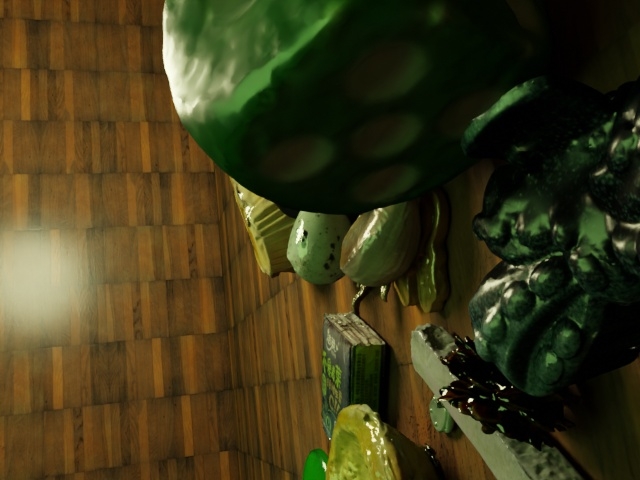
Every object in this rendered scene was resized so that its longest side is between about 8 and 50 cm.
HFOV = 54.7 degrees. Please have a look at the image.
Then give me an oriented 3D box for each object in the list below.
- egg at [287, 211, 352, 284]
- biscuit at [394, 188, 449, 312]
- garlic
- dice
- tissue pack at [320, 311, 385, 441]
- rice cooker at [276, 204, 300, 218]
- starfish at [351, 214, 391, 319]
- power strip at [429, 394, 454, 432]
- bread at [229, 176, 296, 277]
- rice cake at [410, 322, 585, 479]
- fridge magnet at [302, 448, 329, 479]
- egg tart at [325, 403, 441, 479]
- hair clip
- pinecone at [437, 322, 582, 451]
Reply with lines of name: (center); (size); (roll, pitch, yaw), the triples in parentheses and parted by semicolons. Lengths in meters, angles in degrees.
egg: (0.000, 0.000, 1.150); (0.131, 0.131, 0.164); (155, 107, -71)
biscuit: (0.139, -0.018, 0.881); (0.144, 0.040, 0.236); (-173, 79, -67)
garlic: (0.082, 0.007, 0.864); (0.195, 0.087, 0.101); (122, 149, -54)
dice: (0.034, -0.220, 0.635); (0.287, 0.300, 0.297); (-35, 56, 38)
tissue pack: (0.055, 0.265, 1.116); (0.173, 0.073, 0.235); (-147, 57, -69)
rice cooker: (-0.031, -0.144, 1.222); (0.118, 0.142, 0.203); (-113, 30, -74)
starfish: (0.088, 0.011, 1.011); (0.213, 0.057, 0.238); (-128, 45, -71)
power strip: (0.162, 0.230, 0.836); (0.083, 0.035, 0.055); (106, 155, -51)
bread: (-0.103, -0.104, 1.440); (0.236, 0.183, 0.388); (87, 164, -54)
rice cake: (0.193, 0.204, 0.695); (0.365, 0.056, 0.073); (-128, 34, -61)
fridge magnet: (0.014, 0.529, 1.257); (0.208, 0.088, 0.208); (176, 90, -73)
egg tart: (0.098, 0.391, 0.920); (0.315, 0.120, 0.315); (179, 90, -71)
hair clip: (0.210, -0.008, 0.417); (0.310, 0.194, 0.206); (139, 120, -67)
pinecone: (0.184, 0.132, 0.602); (0.121, 0.140, 0.140); (-66, 15, -10)
